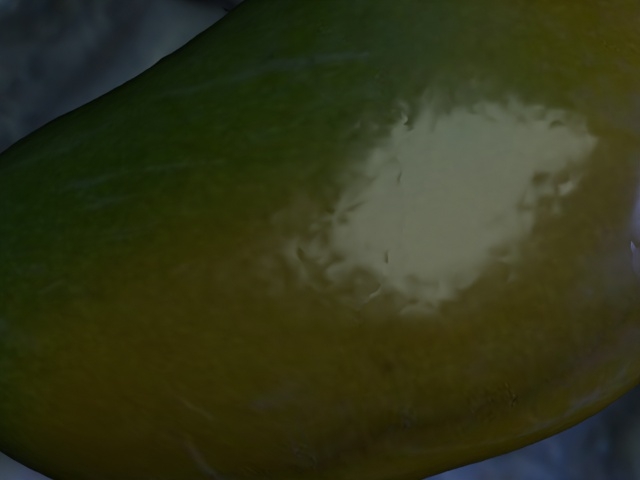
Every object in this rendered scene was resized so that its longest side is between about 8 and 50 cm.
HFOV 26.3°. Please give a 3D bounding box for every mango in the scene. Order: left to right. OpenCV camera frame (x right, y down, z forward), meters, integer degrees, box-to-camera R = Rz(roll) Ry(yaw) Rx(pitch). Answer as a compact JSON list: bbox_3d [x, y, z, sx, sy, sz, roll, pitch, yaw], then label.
[{"bbox_3d":[0.000,0.000,0.402,0.251,0.114,0.156,-22,91,-3],"label":"mango"}]
